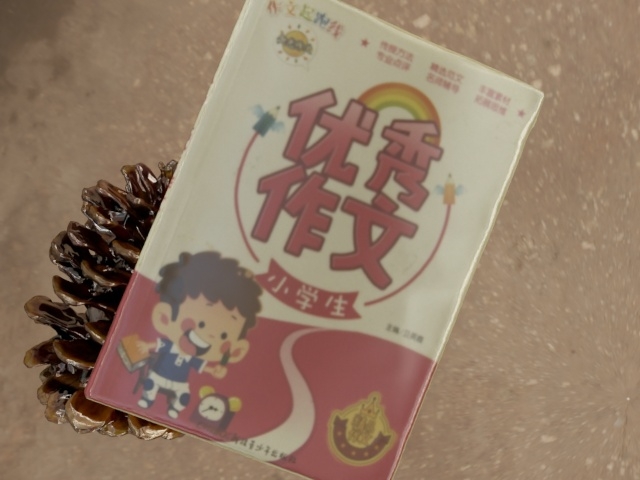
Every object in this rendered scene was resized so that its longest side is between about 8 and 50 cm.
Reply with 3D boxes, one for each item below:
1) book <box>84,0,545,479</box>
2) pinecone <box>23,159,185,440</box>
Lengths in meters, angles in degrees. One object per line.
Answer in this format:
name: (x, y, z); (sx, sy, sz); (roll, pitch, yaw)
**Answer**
book: (0.000, 0.000, 0.508); (0.162, 0.022, 0.232); (23, 89, -10)
pinecone: (-0.162, 0.058, 0.991); (0.246, 0.246, 0.292); (25, 116, 19)
